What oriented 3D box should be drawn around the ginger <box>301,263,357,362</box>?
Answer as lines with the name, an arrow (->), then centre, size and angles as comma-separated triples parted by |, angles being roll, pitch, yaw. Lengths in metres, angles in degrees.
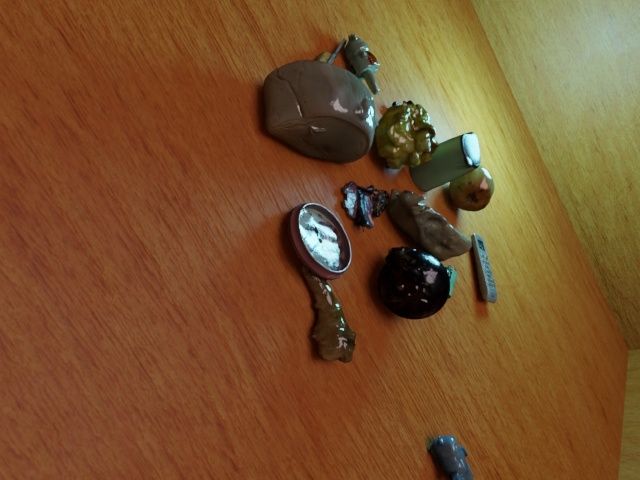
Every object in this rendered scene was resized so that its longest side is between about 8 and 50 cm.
ginger -> 0.011, 0.200, 1.118 | 0.131, 0.086, 0.295 | -17, 79, -33

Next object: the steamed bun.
steamed bun -> 0.027, -0.403, 1.230 | 0.383, 0.236, 0.248 | 14, 65, -40

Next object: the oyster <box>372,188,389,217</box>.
oyster -> 0.220, -0.131, 1.455 | 0.086, 0.029, 0.132 | 21, 60, -37

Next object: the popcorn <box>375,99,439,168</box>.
popcorn -> 0.324, -0.389, 1.524 | 0.252, 0.215, 0.286 | 43, 52, 6

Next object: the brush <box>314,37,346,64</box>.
brush -> 0.026, -0.665, 1.454 | 0.060, 0.068, 0.297 | 29, 51, -6

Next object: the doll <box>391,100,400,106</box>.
doll -> 0.377, -0.499, 1.706 | 0.219, 0.067, 0.091 | 41, 48, -27

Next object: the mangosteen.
mangosteen -> 0.302, 0.120, 1.333 | 0.231, 0.231, 0.289 | 44, 24, -22

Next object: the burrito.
burrito -> 0.383, -0.055, 1.488 | 0.331, 0.190, 0.135 | 36, 95, -23

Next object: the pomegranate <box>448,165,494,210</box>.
pomegranate -> 0.676, -0.231, 1.793 | 0.207, 0.207, 0.208 | 16, 65, -38

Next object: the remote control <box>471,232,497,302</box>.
remote control -> 0.735, 0.128, 1.829 | 0.109, 0.055, 0.314 | 18, 59, -44

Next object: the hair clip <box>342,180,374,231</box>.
hair clip -> 0.134, -0.117, 1.365 | 0.145, 0.056, 0.187 | 16, 56, -37

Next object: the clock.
clock -> -0.001, 0.001, 1.169 | 0.244, 0.056, 0.245 | 31, 44, -36

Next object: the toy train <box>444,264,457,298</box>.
toy train -> 0.512, 0.161, 1.617 | 0.071, 0.038, 0.148 | 50, 48, -21

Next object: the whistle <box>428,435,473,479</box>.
whistle -> 0.445, 0.737, 1.313 | 0.269, 0.093, 0.180 | 55, 24, -15

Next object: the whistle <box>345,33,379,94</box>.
whistle -> 0.164, -0.679, 1.544 | 0.101, 0.105, 0.254 | -10, 75, -66

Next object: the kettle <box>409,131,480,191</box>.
kettle -> 0.517, -0.340, 1.649 | 0.165, 0.255, 0.241 | 41, 51, -22
